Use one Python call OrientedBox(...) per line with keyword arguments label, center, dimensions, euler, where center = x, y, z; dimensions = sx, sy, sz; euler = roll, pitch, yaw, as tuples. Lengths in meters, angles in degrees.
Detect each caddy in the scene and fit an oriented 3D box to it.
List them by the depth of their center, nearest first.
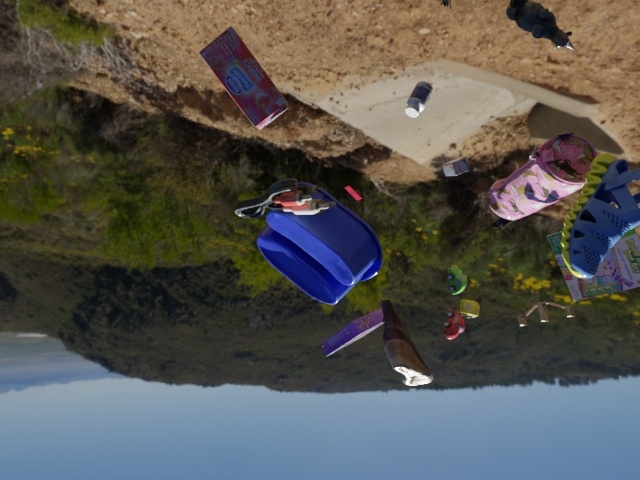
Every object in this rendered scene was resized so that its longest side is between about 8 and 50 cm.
OrientedBox(label="caddy", center=(0.000, 0.000, 1.065), dimensions=(0.341, 0.179, 0.241), euler=(38, 140, 5))

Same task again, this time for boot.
OrientedBox(label="boot", center=(0.256, 0.307, 1.197), dimensions=(0.090, 0.207, 0.248), euler=(-22, 139, 21))

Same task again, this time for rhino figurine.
OrientedBox(label="rhino figurine", center=(0.625, -0.616, 1.139), dimensions=(0.073, 0.243, 0.106), euler=(-53, 168, 33))

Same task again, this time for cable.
OrientedBox(label="cable", center=(-0.114, -0.080, 0.935), dimensions=(0.287, 0.072, 0.139), euler=(-11, 165, 34))

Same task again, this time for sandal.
OrientedBox(label="sandal", center=(0.661, -0.059, 0.917), dimensions=(0.126, 0.317, 0.138), euler=(28, 173, -36))

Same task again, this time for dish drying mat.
OrientedBox(label="dish drying mat", center=(0.140, -0.203, 1.703), dimensions=(0.083, 0.008, 0.032), euler=(42, 150, -22))

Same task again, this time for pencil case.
OrientedBox(label="pencil case", center=(0.664, -0.179, 1.238), dimensions=(0.160, 0.167, 0.386), euler=(-31, 169, -6))

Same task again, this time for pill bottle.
OrientedBox(label="pill bottle", center=(0.350, -0.503, 1.436), dimensions=(0.067, 0.120, 0.067), euler=(27, 165, 8))

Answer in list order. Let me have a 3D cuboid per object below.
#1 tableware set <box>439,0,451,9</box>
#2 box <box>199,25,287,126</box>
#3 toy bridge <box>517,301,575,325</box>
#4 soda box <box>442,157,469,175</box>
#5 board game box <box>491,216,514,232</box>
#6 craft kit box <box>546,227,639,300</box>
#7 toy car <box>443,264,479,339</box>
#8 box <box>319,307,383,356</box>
OrientedBox(label="tableware set", center=(0.438, -0.910, 1.450), dimensions=(0.024, 0.104, 0.154), euler=(-1, -177, 35))
OrientedBox(label="box", center=(-0.219, -0.467, 1.182), dimensions=(0.122, 0.257, 0.128), euler=(-37, -169, 4))
OrientedBox(label="toy bridge", center=(0.746, 0.240, 1.347), dimensions=(0.026, 0.063, 0.188), euler=(10, 156, -30))
OrientedBox(label="soda box", center=(0.581, -0.316, 1.732), dimensions=(0.063, 0.058, 0.183), euler=(-21, -173, 7))
OrientedBox(label="board game box", center=(0.815, -0.109, 1.692), dimensions=(0.170, 0.048, 0.141), euler=(-41, 169, 30))
OrientedBox(label="craft kit box", center=(0.953, 0.056, 1.369), dimensions=(0.246, 0.250, 0.061), euler=(-26, 168, 36))
OrientedBox(label="toy car", center=(0.478, 0.195, 1.364), dimensions=(0.053, 0.225, 0.239), euler=(-4, -169, 42))
OrientedBox(label="box", center=(0.155, 0.359, 1.620), dimensions=(0.201, 0.057, 0.293), euler=(-42, 161, 31))
